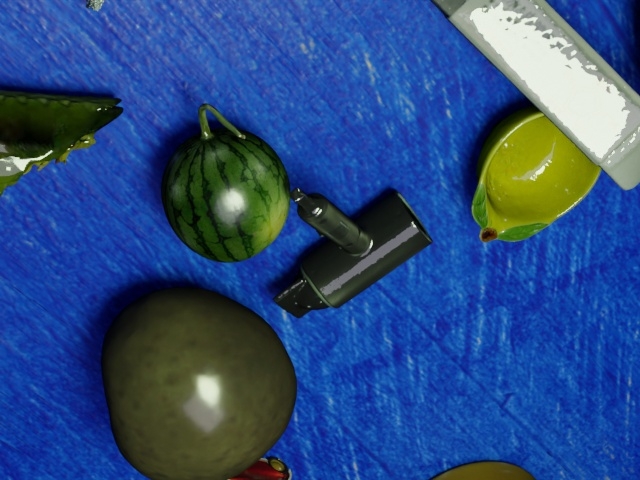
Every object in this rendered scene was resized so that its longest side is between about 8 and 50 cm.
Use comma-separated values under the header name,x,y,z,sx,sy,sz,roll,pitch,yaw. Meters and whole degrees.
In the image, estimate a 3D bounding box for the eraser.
name,x,y,z,sx,sy,sz,roll,pitch,yaw
eraser,0.248,-0.193,1.405,0.352,0.061,0.089,44,101,-9

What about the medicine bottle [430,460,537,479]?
name,x,y,z,sx,sy,sz,roll,pitch,yaw
medicine bottle,0.243,0.470,1.808,0.238,0.232,0.238,-8,124,-12

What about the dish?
name,x,y,z,sx,sy,sz,roll,pitch,yaw
dish,0.244,-0.094,1.520,0.149,0.080,0.208,32,108,-31

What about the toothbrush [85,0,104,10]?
name,x,y,z,sx,sy,sz,roll,pitch,yaw
toothbrush,-0.190,-0.355,1.242,0.021,0.024,0.288,7,120,-20

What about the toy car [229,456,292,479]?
name,x,y,z,sx,sy,sz,roll,pitch,yaw
toy car,-0.101,0.351,1.694,0.139,0.112,0.112,20,116,-28

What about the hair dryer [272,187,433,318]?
name,x,y,z,sx,sy,sz,roll,pitch,yaw
hair dryer,0.000,0.000,1.465,0.195,0.078,0.248,-36,150,9

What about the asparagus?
name,x,y,z,sx,sy,sz,roll,pitch,yaw
asparagus,-0.389,-0.101,1.298,0.382,0.128,0.108,2,159,-20

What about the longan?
name,x,y,z,sx,sy,sz,roll,pitch,yaw
longan,-0.149,0.168,1.501,0.246,0.215,0.246,0,101,1

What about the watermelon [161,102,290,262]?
name,x,y,z,sx,sy,sz,roll,pitch,yaw
watermelon,-0.106,-0.068,1.396,0.140,0.141,0.187,-15,117,-7
